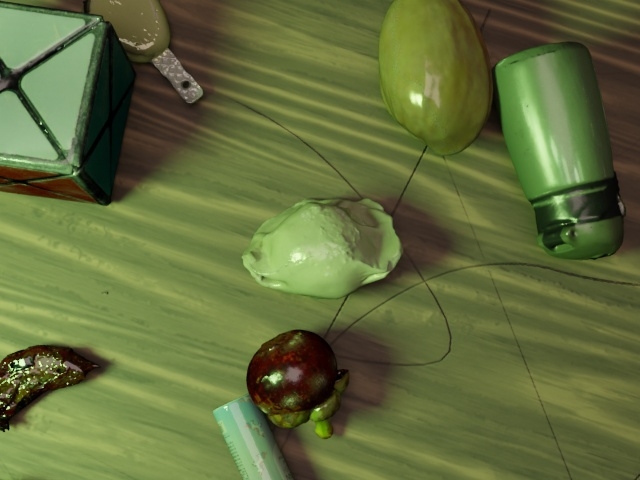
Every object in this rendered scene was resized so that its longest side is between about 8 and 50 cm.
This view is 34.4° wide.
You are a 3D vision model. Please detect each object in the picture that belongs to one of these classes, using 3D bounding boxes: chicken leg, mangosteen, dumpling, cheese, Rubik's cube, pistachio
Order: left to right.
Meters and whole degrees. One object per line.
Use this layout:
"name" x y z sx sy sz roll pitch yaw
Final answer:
"chicken leg" -0.475 0.227 1.654 0.233 0.063 0.105 -33 88 -6
"Rubik's cube" -0.448 -0.212 1.623 0.254 0.259 0.260 7 83 0
"cheese" -0.288 -0.330 1.743 0.127 0.054 0.251 -39 84 -6
"mangosteen" -0.027 0.229 1.613 0.155 0.146 0.181 -31 83 -7
"dumpling" 0.000 0.000 1.659 0.258 0.147 0.193 -9 51 4
"pistachio" 0.183 -0.278 1.675 0.181 0.162 0.293 -11 76 21

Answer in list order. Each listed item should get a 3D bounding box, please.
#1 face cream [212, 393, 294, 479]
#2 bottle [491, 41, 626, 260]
"face cream" -0.091 0.358 1.630 0.075 0.075 0.229 -25 83 -4
"bottle" 0.390 -0.135 1.664 0.168 0.168 0.347 -14 86 -2
